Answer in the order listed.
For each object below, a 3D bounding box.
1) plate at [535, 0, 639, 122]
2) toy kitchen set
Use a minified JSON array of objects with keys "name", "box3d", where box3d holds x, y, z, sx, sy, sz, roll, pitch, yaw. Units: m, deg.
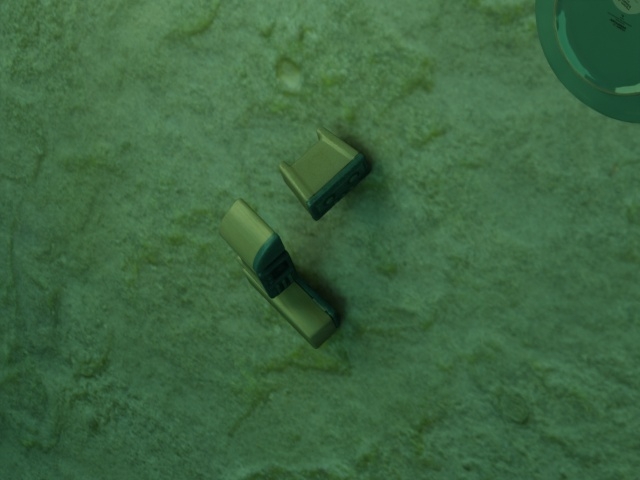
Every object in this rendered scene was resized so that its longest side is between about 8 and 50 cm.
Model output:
[{"name":"plate","box3d":[0.260,-0.188,1.087,0.188,0.024,0.188,22,125,36]},{"name":"toy kitchen set","box3d":[0.000,0.000,1.413,0.122,0.166,0.207,45,172,20]}]
